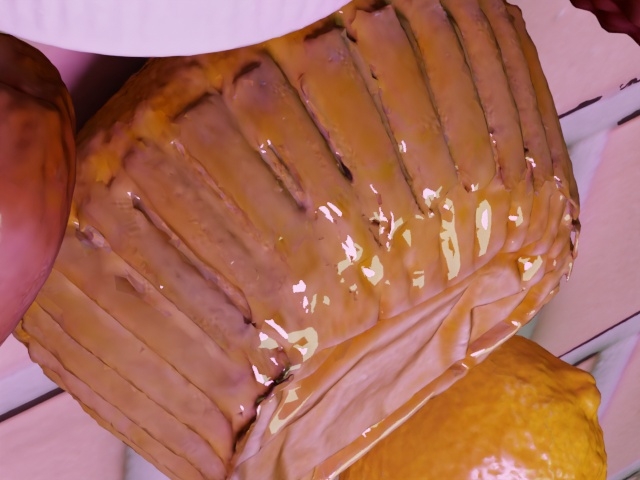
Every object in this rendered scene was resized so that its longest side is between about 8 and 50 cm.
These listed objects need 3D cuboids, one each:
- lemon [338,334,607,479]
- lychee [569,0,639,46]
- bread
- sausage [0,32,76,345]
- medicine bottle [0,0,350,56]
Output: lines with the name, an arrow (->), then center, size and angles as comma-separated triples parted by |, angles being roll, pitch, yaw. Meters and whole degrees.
lemon -> 0.083, 0.133, 0.928 | 0.187, 0.142, 0.142 | -45, 152, 14
lychee -> 0.145, -0.157, 0.436 | 0.264, 0.264, 0.300 | 95, 13, -53
bread -> 0.000, -0.004, 0.626 | 0.240, 0.139, 0.240 | -34, 153, -20
sausage -> -0.173, 0.039, 0.498 | 0.259, 0.113, 0.113 | -47, 152, 11
medicine bottle -> -0.032, -0.180, 0.304 | 0.165, 0.165, 0.273 | -25, 150, -27
